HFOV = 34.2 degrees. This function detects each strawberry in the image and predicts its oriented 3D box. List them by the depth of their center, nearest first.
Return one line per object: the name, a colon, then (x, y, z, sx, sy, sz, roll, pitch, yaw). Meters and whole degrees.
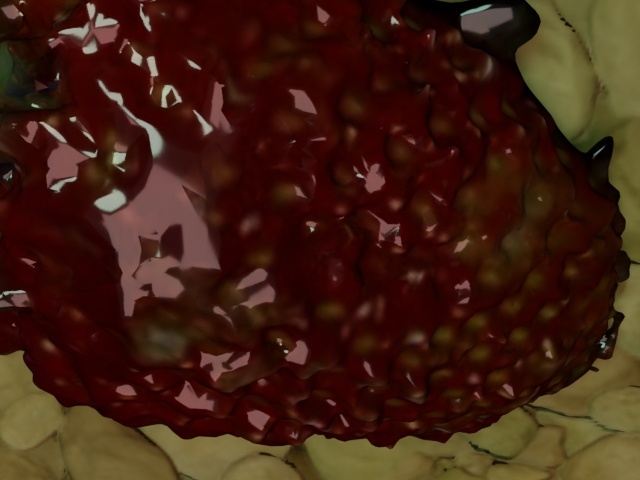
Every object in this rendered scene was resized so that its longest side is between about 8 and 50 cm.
strawberry: (0.000, 0.000, 0.404, 0.306, 0.138, 0.233, 16, 120, -6)
